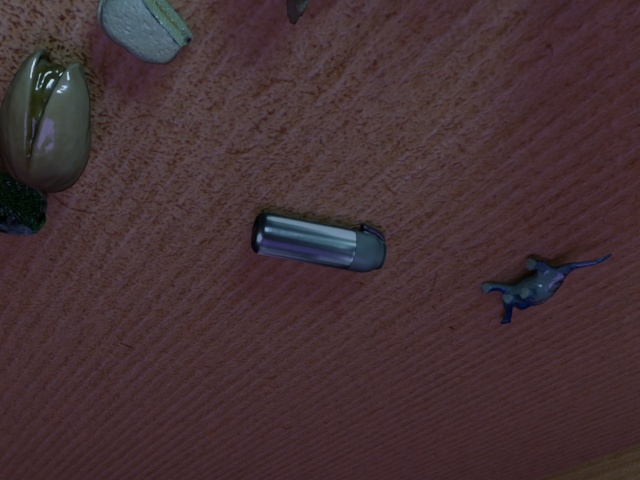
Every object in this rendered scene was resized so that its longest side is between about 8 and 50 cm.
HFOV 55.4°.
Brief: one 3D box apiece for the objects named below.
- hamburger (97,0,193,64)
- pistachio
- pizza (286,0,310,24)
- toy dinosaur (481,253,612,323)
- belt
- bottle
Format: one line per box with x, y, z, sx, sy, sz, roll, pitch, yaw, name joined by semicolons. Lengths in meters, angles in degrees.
-0.238;-0.283;0.795;0.084;0.054;0.121;-18;136;25;hamburger
-0.390;-0.162;0.869;0.135;0.136;0.226;13;129;-19;pistachio
0.021;-0.341;0.674;0.181;0.034;0.262;-33;166;-37;pizza
0.446;0.105;1.300;0.144;0.076;0.329;9;143;-25;toy dinosaur
-0.536;-0.070;1.026;0.151;0.079;0.121;14;150;-3;belt
0.000;0.000;1.143;0.253;0.079;0.096;12;101;-15;bottle
